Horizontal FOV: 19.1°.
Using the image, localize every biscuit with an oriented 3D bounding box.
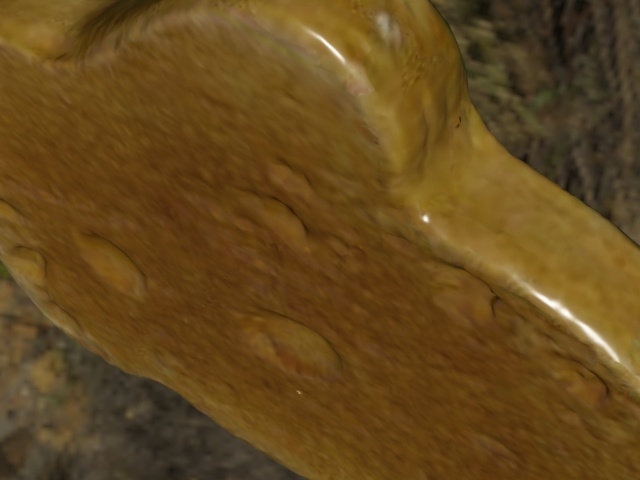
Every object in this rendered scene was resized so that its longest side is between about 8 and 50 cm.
[{"bbox_3d":[0.001,-0.001,0.663,0.344,0.287,0.057,25,59,24],"label":"biscuit"}]
